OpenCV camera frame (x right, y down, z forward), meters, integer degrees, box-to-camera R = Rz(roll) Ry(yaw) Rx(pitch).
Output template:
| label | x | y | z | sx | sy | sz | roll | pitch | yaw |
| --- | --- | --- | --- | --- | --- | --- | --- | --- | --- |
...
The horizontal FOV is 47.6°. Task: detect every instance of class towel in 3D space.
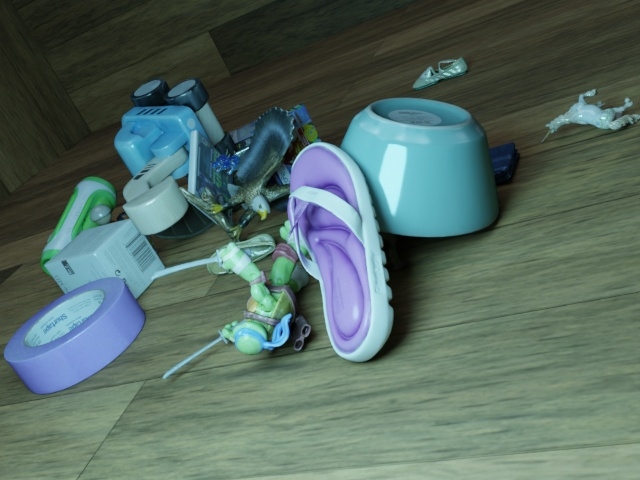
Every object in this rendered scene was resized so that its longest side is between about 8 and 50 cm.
| label | x | y | z | sx | sy | sz | roll | pitch | yaw |
| --- | --- | --- | --- | --- | --- | --- | --- | --- | --- |
| towel | 0.336 | -0.143 | 1.376 | 0.067 | 0.029 | 0.119 | -12 | 28 | 31 |

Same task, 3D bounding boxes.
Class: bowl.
| label | x | y | z | sx | sy | sz | roll | pitch | yaw |
| --- | --- | --- | --- | --- | --- | --- | --- | --- | --- |
| bowl | 0.162 | -0.143 | 1.239 | 0.312 | 0.163 | 0.311 | 4 | 26 | -2 |

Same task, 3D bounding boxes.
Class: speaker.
| label | x | y | z | sx | sy | sz | roll | pitch | yaw |
| --- | --- | --- | --- | --- | --- | --- | --- | --- | --- |
| speaker | -0.665 | -0.035 | 2.008 | 0.131 | 0.131 | 0.296 | -14 | 45 | 28 |

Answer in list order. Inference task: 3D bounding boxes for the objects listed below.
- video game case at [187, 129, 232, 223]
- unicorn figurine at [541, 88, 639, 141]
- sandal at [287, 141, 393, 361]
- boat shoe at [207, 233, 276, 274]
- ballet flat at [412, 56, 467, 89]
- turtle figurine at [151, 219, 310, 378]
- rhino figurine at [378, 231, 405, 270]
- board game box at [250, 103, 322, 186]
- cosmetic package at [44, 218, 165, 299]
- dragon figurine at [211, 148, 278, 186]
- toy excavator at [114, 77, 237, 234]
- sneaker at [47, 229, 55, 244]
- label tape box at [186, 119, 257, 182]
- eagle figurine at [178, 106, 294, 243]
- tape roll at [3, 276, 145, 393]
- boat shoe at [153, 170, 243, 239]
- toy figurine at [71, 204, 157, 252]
| label | x | y | z | sx | sy | sz | roll | pitch | yaw |
| --- | --- | --- | --- | --- | --- | --- | --- | --- | --- |
| video game case | -0.259 | -0.141 | 1.729 | 0.022 | 0.173 | 0.190 | -13 | 61 | 19 |
| unicorn figurine | 0.501 | -0.234 | 1.351 | 0.111 | 0.060 | 0.162 | -36 | 24 | -21 |
| sandal | 0.008 | -0.011 | 1.113 | 0.169 | 0.102 | 0.416 | -53 | 40 | 33 |
| boat shoe | -0.165 | 0.033 | 1.515 | 0.153 | 0.056 | 0.048 | -20 | 18 | -1 |
| ballet flat | 0.333 | -0.477 | 2.049 | 0.168 | 0.052 | 0.057 | -15 | 26 | 27 |
| turtle figurine | -0.130 | 0.075 | 1.210 | 0.275 | 0.197 | 0.266 | -9 | 24 | 30 |
| rhino figurine | 0.098 | -0.037 | 1.311 | 0.073 | 0.106 | 0.243 | -22 | 24 | 9 |
| board game box | -0.057 | -0.196 | 1.689 | 0.136 | 0.201 | 0.035 | -31 | 23 | -10 |
| cosmetic package | -0.500 | 0.060 | 1.690 | 0.184 | 0.151 | 0.151 | -12 | 28 | 33 |
| dragon figurine | -0.114 | -0.182 | 1.762 | 0.289 | 0.144 | 0.085 | -20 | 35 | -18 |
| toy excavator | -0.398 | -0.195 | 1.805 | 0.433 | 0.222 | 0.445 | 8 | 48 | 40 |
| sneaker | -0.747 | 0.013 | 2.138 | 0.232 | 0.090 | 0.115 | -9 | 32 | 38 |
| label tape box | -0.207 | -0.249 | 2.072 | 0.348 | 0.115 | 0.249 | -27 | 24 | 4 |
| eagle figurine | -0.112 | -0.118 | 1.586 | 0.298 | 0.226 | 0.225 | -39 | 61 | 12 |
| tape roll | -0.506 | 0.191 | 1.502 | 0.275 | 0.090 | 0.274 | -23 | 23 | 11 |
| boat shoe | -0.304 | -0.090 | 1.870 | 0.307 | 0.110 | 0.104 | -24 | 17 | -18 |
| toy figurine | -0.520 | -0.027 | 1.897 | 0.213 | 0.148 | 0.209 | -19 | 24 | 17 |
